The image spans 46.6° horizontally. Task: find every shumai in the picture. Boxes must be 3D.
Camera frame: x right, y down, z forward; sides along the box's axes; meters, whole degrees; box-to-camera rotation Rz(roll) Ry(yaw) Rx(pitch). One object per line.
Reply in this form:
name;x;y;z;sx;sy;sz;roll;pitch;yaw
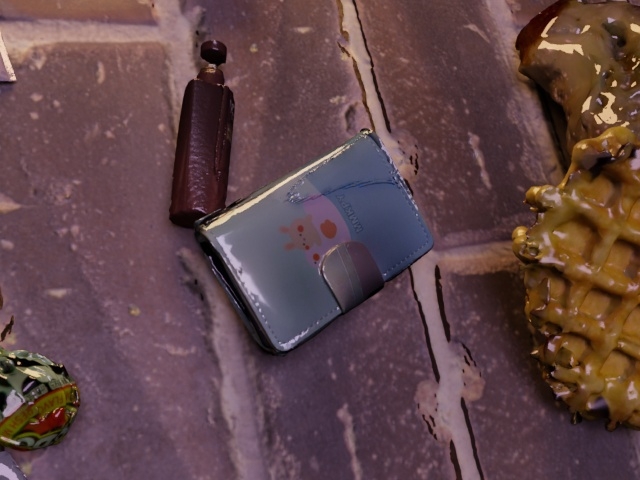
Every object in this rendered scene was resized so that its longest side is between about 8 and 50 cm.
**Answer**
shumai;0.422;-0.244;1.020;0.346;0.217;0.283;-35;83;-23

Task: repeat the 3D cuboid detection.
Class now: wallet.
wallet;0.000;0.000;0.845;0.250;0.075;0.176;-32;96;-27

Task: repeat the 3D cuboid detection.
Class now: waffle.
waffle;0.415;0.041;0.869;0.379;0.095;0.382;-19;101;1

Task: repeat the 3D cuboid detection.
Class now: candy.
candy;-0.350;0.081;0.724;0.305;0.083;0.091;44;25;13

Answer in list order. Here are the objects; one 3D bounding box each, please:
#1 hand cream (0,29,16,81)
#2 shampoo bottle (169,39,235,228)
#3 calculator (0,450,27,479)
hand cream;-0.420;-0.210;0.824;0.142;0.053;0.084;-12;72;-33
shampoo bottle;-0.134;-0.129;0.875;0.067;0.068;0.236;8;68;-15
calculator;-0.337;0.312;0.617;0.261;0.021;0.161;-34;83;-40
